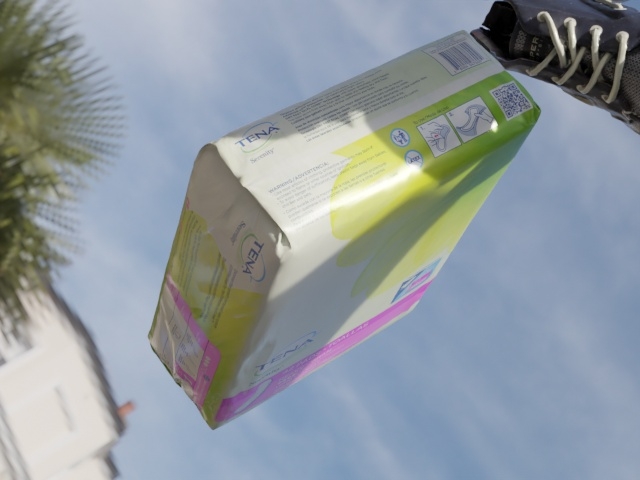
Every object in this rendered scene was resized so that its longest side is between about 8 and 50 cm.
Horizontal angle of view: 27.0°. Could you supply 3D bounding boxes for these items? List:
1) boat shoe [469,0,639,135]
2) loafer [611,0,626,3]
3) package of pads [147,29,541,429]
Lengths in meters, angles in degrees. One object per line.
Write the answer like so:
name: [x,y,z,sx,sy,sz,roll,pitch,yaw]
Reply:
boat shoe: [0.279,-0.177,1.347,0.340,0.158,0.127,-134,-130,-59]
loafer: [0.089,-0.092,0.431,0.125,0.039,0.045,13,-9,23]
package of pads: [0.000,0.000,0.948,0.101,0.229,0.296,53,-30,18]
